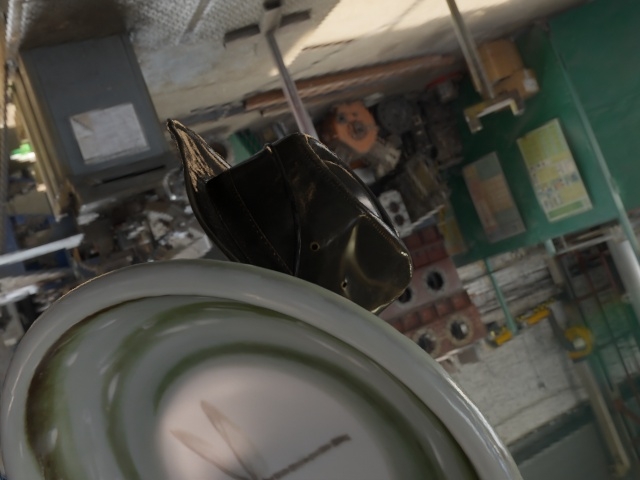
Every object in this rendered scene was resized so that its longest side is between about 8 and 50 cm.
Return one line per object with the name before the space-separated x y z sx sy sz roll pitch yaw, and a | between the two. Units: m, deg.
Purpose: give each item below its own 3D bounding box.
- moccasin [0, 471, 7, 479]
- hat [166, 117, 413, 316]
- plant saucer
moccasin | -0.456 0.250 0.907 0.137 0.342 0.116 -10 -164 -25
hat | 0.000 0.000 0.685 0.133 0.331 0.331 -32 175 3
plant saucer | -0.040 0.182 0.543 0.400 0.401 0.100 -23 -167 28
